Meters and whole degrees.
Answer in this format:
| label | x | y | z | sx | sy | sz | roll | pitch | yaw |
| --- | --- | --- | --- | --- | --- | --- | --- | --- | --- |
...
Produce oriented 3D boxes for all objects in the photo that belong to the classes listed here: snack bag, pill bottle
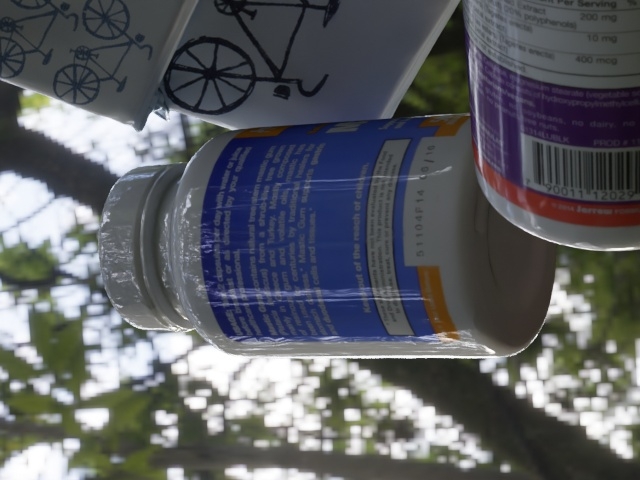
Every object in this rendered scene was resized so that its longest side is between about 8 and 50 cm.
| label | x | y | z | sx | sy | sz | roll | pitch | yaw |
| --- | --- | --- | --- | --- | --- | --- | --- | --- | --- |
| snack bag | -0.062 | -0.188 | 1.144 | 0.342 | 0.323 | 0.037 | 18 | -140 | -16 |
| pill bottle | 0.102 | -0.102 | 0.649 | 0.108 | 0.108 | 0.193 | -47 | -37 | -39 |
| pill bottle | 0.000 | 0.000 | 1.181 | 0.152 | 0.272 | 0.152 | 4 | -95 | -62 |
